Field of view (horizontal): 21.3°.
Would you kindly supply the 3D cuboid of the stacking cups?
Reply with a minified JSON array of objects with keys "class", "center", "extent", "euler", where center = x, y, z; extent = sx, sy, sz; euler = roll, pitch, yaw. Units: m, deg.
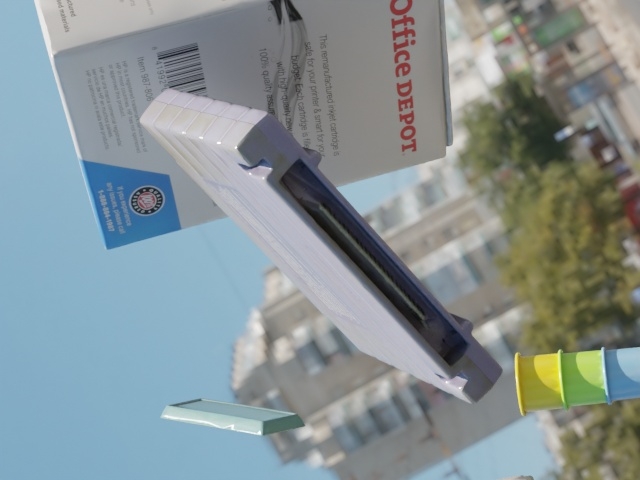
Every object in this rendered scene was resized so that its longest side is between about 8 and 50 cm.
[{"class":"stacking cups","center":[0.444,0.195,2.455],"extent":[0.096,0.316,0.096],"euler":[-6,-90,-81]}]

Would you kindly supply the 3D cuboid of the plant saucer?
[{"class":"plant saucer","center":[-0.105,0.205,1.991],"extent":[0.067,0.192,0.018],"euler":[-7,-84,-42]}]

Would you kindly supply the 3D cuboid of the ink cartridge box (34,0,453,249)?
[{"class":"ink cartridge box","center":[-0.076,-0.185,1.785],"extent":[0.285,0.395,0.166],"euler":[83,170,-48]}]

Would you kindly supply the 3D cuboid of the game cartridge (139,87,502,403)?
[{"class":"game cartridge","center":[0.000,0.000,1.578],"extent":[0.355,0.068,0.230],"euler":[47,171,-28]}]

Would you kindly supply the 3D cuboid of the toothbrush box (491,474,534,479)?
[{"class":"toothbrush box","center":[0.122,0.380,1.560],"extent":[0.122,0.206,0.283],"euler":[-90,-9,-78]}]
